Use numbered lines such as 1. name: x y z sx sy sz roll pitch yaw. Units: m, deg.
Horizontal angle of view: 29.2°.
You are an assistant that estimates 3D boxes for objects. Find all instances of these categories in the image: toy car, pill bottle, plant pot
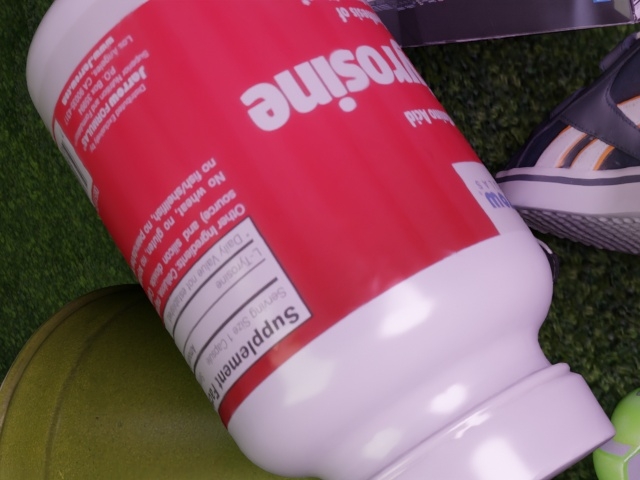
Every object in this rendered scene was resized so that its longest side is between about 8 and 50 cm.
1. toy car: 0.233 0.221 0.917 0.239 0.053 0.225 -155 60 -74
2. pill bottle: 0.000 0.000 0.795 0.408 0.229 0.229 57 143 15
3. plant pot: -0.033 0.199 1.049 0.353 0.366 0.366 -10 106 40

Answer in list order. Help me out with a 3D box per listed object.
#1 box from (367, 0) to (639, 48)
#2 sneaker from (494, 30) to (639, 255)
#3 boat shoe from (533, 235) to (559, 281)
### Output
1. box: 0.086 -0.283 0.780 0.242 0.076 0.307 4 117 47
2. sneaker: 0.212 -0.058 0.751 0.321 0.126 0.127 -179 105 -72
3. boat shoe: 0.067 0.014 0.953 0.233 0.079 0.084 8 112 26
